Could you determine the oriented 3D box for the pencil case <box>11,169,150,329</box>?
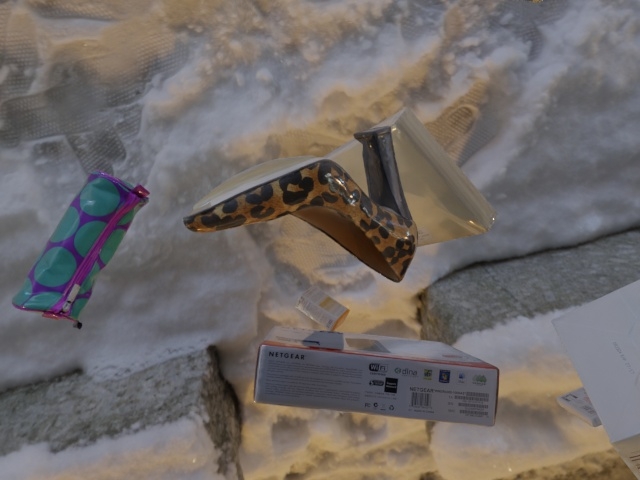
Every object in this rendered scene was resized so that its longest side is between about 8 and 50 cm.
[{"bbox_3d":[-0.231,0.006,0.485,0.064,0.070,0.151,40,70,-49],"label":"pencil case"}]

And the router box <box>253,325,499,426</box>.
[{"bbox_3d":[0.072,0.210,0.816,0.336,0.301,0.082,6,85,-2],"label":"router box"}]

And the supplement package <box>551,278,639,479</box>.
[{"bbox_3d":[0.431,0.193,0.615,0.149,0.194,0.203,-32,117,23],"label":"supplement package"}]

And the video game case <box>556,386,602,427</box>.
[{"bbox_3d":[0.490,0.259,0.824,0.143,0.157,0.019,-24,81,5],"label":"video game case"}]

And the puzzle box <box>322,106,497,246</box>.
[{"bbox_3d":[0.128,-0.094,1.038,0.272,0.409,0.052,45,64,-16],"label":"puzzle box"}]

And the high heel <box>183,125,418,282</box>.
[{"bbox_3d":[0.000,0.000,0.518,0.261,0.093,0.186,-24,110,-30],"label":"high heel"}]

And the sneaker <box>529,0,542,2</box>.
[{"bbox_3d":[0.333,-0.455,0.867,0.058,0.135,0.052,-13,130,-18],"label":"sneaker"}]

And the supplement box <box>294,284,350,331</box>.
[{"bbox_3d":[0.004,0.143,1.036,0.098,0.062,0.036,34,117,14],"label":"supplement box"}]
